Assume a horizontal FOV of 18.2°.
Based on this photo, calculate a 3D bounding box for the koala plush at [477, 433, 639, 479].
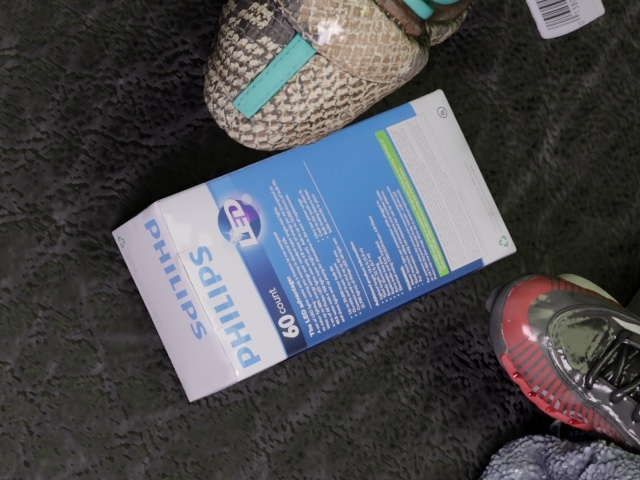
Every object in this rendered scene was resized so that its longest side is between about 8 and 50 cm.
[{"bbox_3d":[0.165,0.267,1.365,0.221,0.203,0.196,-45,99,-21],"label":"koala plush"}]

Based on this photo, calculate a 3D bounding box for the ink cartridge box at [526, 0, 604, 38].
[{"bbox_3d":[0.137,-0.291,1.449,0.189,0.066,0.232,54,17,-53],"label":"ink cartridge box"}]

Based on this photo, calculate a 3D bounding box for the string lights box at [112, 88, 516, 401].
[{"bbox_3d":[0.000,0.000,1.402,0.260,0.077,0.133,-23,87,-33],"label":"string lights box"}]

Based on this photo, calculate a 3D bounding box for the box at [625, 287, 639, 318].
[{"bbox_3d":[0.377,0.100,1.535,0.275,0.094,0.113,33,99,-7],"label":"box"}]

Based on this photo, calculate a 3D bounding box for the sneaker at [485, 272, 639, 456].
[{"bbox_3d":[0.240,0.113,1.394,0.276,0.135,0.097,39,75,-11],"label":"sneaker"}]

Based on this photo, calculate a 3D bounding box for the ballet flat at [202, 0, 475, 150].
[{"bbox_3d":[0.001,-0.160,1.358,0.164,0.182,0.483,44,17,-5],"label":"ballet flat"}]

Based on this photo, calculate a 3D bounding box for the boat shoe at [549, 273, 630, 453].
[{"bbox_3d":[0.217,0.136,1.487,0.081,0.079,0.227,-32,96,-38],"label":"boat shoe"}]
